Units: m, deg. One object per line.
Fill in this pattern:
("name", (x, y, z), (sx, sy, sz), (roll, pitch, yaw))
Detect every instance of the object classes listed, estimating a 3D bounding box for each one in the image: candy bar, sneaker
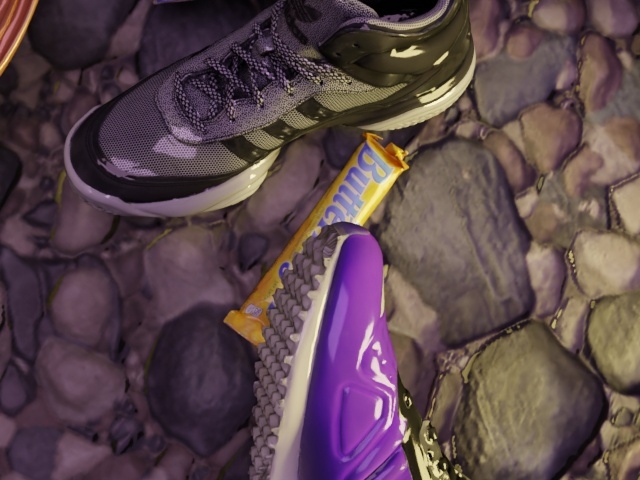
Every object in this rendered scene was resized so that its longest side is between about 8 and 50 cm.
("candy bar", (0.000, 0.000, 0.672), (0.040, 0.018, 0.161), (36, 84, -2))
("sneaker", (0.033, 0.137, 0.625), (0.146, 0.102, 0.293), (5, 96, -11))
("sneaker", (-0.029, -0.106, 0.601), (0.268, 0.153, 0.101), (-21, 72, -9))

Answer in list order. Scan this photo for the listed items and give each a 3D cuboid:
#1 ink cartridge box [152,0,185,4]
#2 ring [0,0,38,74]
("ink cartridge box", (-0.015, -0.265, 0.675), (0.223, 0.045, 0.224), (-7, 86, -8))
("ring", (-0.306, -0.175, 0.537), (0.336, 0.032, 0.337), (1, 85, -7))
